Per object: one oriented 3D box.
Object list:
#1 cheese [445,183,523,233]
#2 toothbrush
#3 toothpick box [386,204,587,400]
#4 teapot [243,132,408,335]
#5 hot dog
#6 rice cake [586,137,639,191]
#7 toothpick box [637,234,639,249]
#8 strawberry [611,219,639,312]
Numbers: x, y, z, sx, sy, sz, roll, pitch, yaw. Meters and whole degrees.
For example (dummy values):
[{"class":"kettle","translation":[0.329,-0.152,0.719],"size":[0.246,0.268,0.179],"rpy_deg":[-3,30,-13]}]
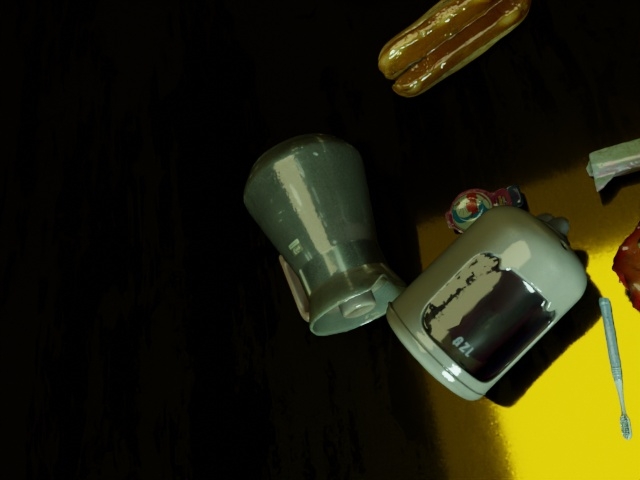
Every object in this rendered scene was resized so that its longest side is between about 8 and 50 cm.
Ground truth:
[{"class":"cheese","translation":[0.301,-0.059,1.108],"size":[0.145,0.038,0.095],"rpy_deg":[-22,63,26]},{"class":"toothbrush","translation":[0.458,0.195,0.931],"size":[0.016,0.019,0.219],"rpy_deg":[-13,67,34]},{"class":"toothpick box","translation":[0.282,0.079,0.981],"size":[0.316,0.229,0.229],"rpy_deg":[-47,55,8]},{"class":"teapot","translation":[0.000,0.000,1.174],"size":[0.300,0.254,0.343],"rpy_deg":[-53,52,48]},{"class":"hot dog","translation":[0.275,-0.425,1.212],"size":[0.337,0.100,0.135],"rpy_deg":[-34,103,16]},{"class":"rice cake","translation":[0.578,-0.143,0.955],"size":[0.291,0.051,0.081],"rpy_deg":[-15,57,29]},{"class":"toothpick box","translation":[0.558,-0.044,0.696],"size":[0.308,0.190,0.187],"rpy_deg":[-52,41,-4]},{"class":"strawberry","translation":[0.580,0.090,0.824],"size":[0.265,0.149,0.336],"rpy_deg":[-51,44,5]}]
